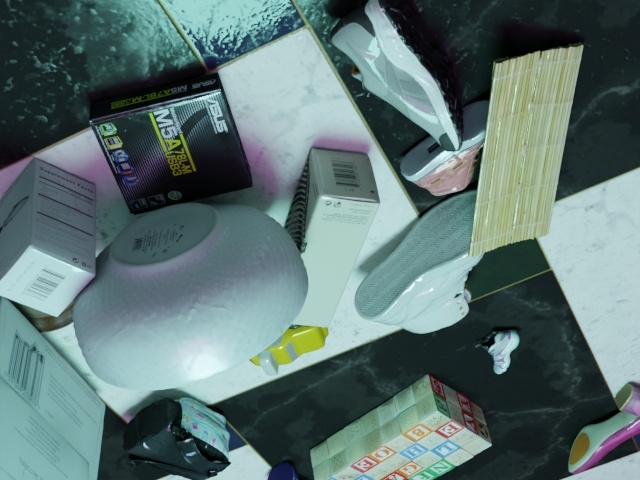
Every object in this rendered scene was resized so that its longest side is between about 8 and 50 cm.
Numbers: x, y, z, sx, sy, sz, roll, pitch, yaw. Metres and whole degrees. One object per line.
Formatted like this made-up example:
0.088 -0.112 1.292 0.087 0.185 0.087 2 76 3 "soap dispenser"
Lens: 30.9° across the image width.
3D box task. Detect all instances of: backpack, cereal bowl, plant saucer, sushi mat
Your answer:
-0.238 0.350 2.048 0.152 0.115 0.182 -28 135 33 "backpack"
-0.192 0.048 1.605 0.338 0.339 0.141 -15 120 4 "cereal bowl"
-0.444 0.080 1.793 0.168 0.029 0.168 -5 135 -5 "plant saucer"
0.290 -0.127 1.655 0.151 0.019 0.317 -13 125 -24 "sushi mat"

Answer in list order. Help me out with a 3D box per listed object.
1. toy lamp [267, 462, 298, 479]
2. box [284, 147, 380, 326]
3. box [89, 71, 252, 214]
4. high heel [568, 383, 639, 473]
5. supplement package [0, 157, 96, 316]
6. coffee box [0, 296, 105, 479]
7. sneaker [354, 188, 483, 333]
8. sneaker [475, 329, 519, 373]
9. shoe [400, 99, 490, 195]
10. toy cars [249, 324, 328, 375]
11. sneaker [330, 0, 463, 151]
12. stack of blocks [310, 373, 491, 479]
0.010 0.525 2.299 0.080 0.080 0.274 -34 132 22 "toy lamp"
0.000 0.000 1.741 0.094 0.113 0.275 6 132 -16 "box"
-0.204 -0.131 1.614 0.184 0.045 0.191 -11 137 4 "box"
0.586 0.381 2.265 0.117 0.082 0.244 21 115 -17 "high heel"
-0.382 -0.005 1.609 0.105 0.179 0.105 26 125 -31 "supplement package"
-0.572 0.343 1.795 0.334 0.338 0.338 -15 136 14 "coffee box"
0.207 0.039 1.842 0.292 0.108 0.169 -40 143 22 "sneaker"
0.305 0.195 2.052 0.069 0.038 0.098 5 124 -14 "sneaker"
0.207 -0.132 1.685 0.178 0.063 0.081 -35 136 26 "shoe"
-0.172 0.143 1.843 0.393 0.087 0.176 17 145 -26 "toy cars"
0.113 -0.218 1.562 0.108 0.100 0.271 -21 131 26 "sneaker"
0.148 0.389 2.180 0.297 0.087 0.171 -36 131 24 "stack of blocks"
